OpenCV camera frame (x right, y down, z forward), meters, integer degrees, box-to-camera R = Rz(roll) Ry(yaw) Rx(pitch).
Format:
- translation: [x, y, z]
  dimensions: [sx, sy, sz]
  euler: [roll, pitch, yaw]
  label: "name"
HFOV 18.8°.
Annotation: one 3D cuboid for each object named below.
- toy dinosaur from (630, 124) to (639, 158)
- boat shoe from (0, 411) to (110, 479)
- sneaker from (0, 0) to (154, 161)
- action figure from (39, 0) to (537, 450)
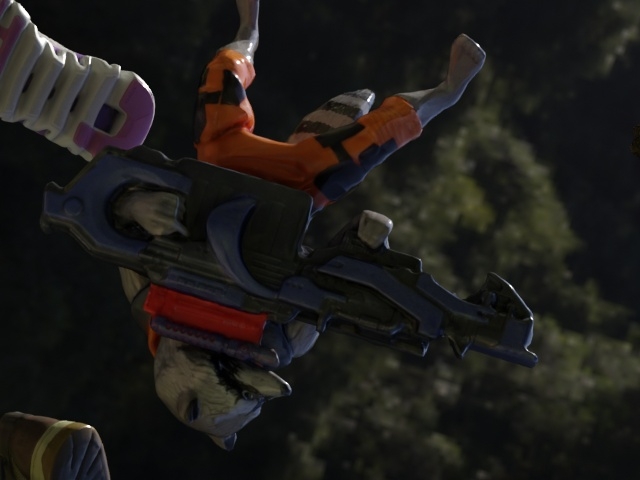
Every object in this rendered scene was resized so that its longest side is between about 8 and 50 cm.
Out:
- translation: [0.189, -0.111, 0.764]
  dimensions: [0.160, 0.121, 0.313]
  euler: [-16, -93, 53]
  label: "toy dinosaur"
- translation: [-0.133, 0.141, 0.974]
  dimensions: [0.056, 0.049, 0.152]
  euler: [-41, 146, -40]
  label: "boat shoe"
- translation: [-0.253, -0.140, 1.581]
  dimensions: [0.104, 0.236, 0.095]
  euler: [24, -95, 56]
  label: "sneaker"
- translation: [0.000, 0.000, 1.337]
  dimensions: [0.178, 0.341, 0.330]
  euler: [95, 21, -66]
  label: "action figure"
